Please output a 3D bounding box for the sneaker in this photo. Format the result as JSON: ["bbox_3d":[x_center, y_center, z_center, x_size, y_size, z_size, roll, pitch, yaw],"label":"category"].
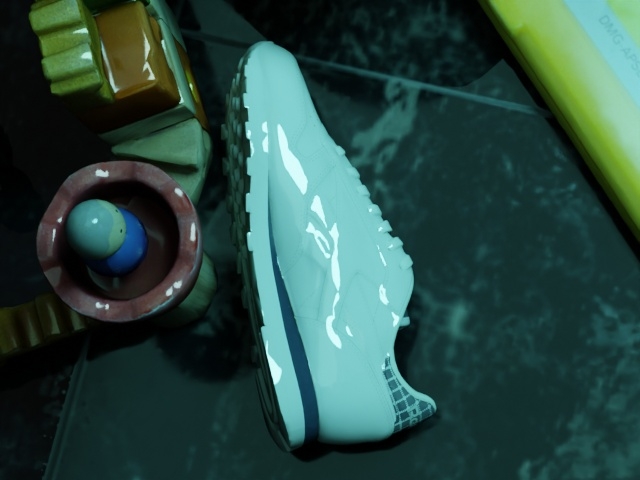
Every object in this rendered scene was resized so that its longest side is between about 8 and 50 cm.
[{"bbox_3d":[0.000,0.000,1.089,0.094,0.090,0.235,-9,83,-8],"label":"sneaker"}]

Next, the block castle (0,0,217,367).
[{"bbox_3d":[-0.246,-0.129,1.066,0.303,0.213,0.453,-18,78,3],"label":"block castle"}]

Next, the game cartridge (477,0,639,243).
[{"bbox_3d":[0.242,-0.165,1.098,0.285,0.053,0.324,-32,79,0],"label":"game cartridge"}]
